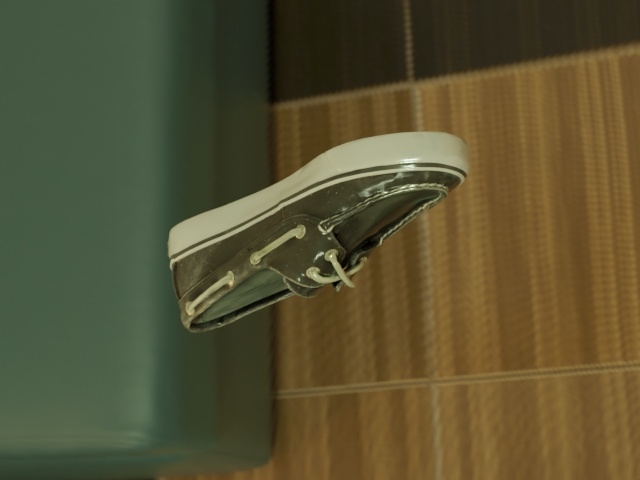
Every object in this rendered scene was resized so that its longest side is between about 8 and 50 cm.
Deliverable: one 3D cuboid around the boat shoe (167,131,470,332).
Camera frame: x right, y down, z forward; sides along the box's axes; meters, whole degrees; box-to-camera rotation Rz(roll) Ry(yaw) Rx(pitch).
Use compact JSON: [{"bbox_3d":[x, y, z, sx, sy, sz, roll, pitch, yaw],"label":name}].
[{"bbox_3d":[0.000,0.000,0.900,0.219,0.077,0.070,-24,63,34],"label":"boat shoe"}]
